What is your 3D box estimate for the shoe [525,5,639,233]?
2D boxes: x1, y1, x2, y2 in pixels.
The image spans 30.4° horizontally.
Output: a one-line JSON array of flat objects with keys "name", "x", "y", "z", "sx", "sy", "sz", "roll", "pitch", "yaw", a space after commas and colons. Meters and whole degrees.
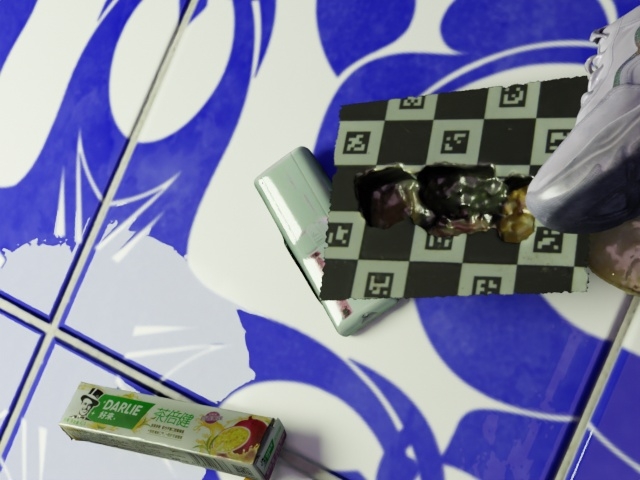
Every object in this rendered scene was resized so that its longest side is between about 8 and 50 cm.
[{"name": "shoe", "x": 0.238, "y": -0.111, "z": 0.883, "sx": 0.245, "sy": 0.095, "sz": 0.137, "roll": -36, "pitch": 54, "yaw": -6}]

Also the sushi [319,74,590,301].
[{"name": "sushi", "x": 0.116, "y": -0.031, "z": 0.962, "sx": 0.215, "sy": 0.050, "sz": 0.192, "roll": -3, "pitch": 63, "yaw": 20}]

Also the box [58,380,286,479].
[{"name": "box", "x": -0.131, "y": 0.165, "z": 1.031, "sx": 0.207, "sy": 0.041, "sz": 0.049, "roll": 6, "pitch": 56, "yaw": 26}]

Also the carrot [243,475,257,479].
[{"name": "carrot", "x": -0.073, "y": 0.290, "z": 0.996, "sx": 0.037, "sy": 0.037, "sz": 0.190, "roll": 10, "pitch": 80, "yaw": 26}]

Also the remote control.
[{"name": "remote control", "x": 0.000, "y": 0.000, "z": 1.020, "sx": 0.065, "sy": 0.029, "sz": 0.166, "roll": -35, "pitch": 68, "yaw": 14}]

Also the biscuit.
[{"name": "biscuit", "x": 0.262, "y": -0.028, "z": 0.911, "sx": 0.152, "sy": 0.020, "sz": 0.152, "roll": -5, "pitch": 77, "yaw": 23}]
